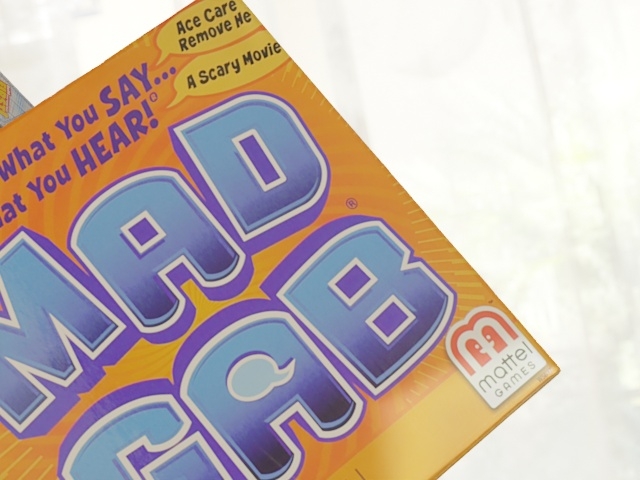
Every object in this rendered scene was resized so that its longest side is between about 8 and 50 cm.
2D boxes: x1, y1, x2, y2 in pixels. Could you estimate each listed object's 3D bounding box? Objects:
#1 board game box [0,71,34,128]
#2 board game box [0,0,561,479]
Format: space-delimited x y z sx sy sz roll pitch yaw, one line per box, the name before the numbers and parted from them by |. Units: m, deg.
board game box | -0.368 -0.133 1.777 0.060 0.194 0.194 -32 -54 30
board game box | -0.123 0.111 1.318 0.356 0.356 0.356 -37 -7 -25
